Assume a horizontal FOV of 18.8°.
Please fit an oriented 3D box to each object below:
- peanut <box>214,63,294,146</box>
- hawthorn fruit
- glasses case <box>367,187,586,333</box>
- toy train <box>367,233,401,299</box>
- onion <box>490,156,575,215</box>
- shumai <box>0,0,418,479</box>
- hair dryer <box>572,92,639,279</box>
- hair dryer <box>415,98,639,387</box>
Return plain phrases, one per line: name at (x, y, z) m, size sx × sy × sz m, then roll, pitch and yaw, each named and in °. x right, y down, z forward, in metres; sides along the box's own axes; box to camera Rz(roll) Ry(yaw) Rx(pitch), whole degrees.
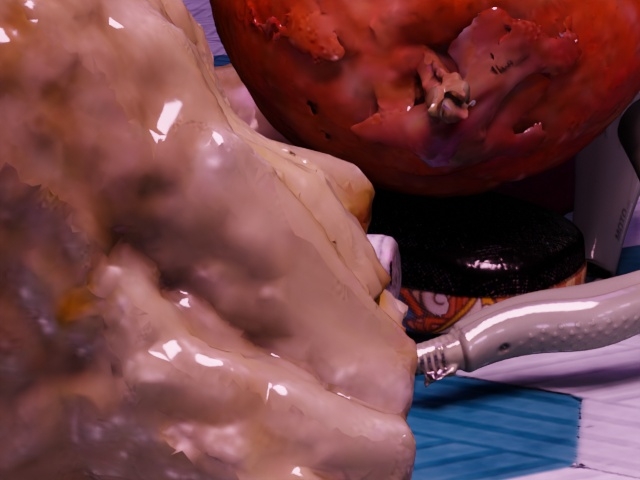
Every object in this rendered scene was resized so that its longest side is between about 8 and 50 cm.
peanut at (-0.079, -0.060, 1.334) m, size 0.253 × 0.122 × 0.137 m, roll -9°, pitch 23°, yaw -14°
hawthorn fruit at (0.063, -0.136, 1.045) m, size 0.276 × 0.276 × 0.307 m, roll 0°, pitch 31°, yaw 9°
glasses case at (0.000, 0.000, 1.146) m, size 0.321 × 0.082 × 0.122 m, roll 8°, pitch 16°, yaw 28°
toy train at (-0.119, 0.023, 0.987) m, size 0.299 × 0.131 × 0.202 m, roll 1°, pitch 16°, yaw 15°
onion at (0.164, -0.108, 1.322) m, size 0.218 × 0.195 × 0.140 m, roll -22°, pitch 42°, yaw -9°
shumai at (-0.081, 0.025, 0.714) m, size 0.262 × 0.314 × 0.267 m, roll 21°, pitch 40°, yaw 22°
hair dryer at (0.209, -0.021, 1.248) m, size 0.067 × 0.199 × 0.167 m, roll 3°, pitch 54°, yaw 35°
hair dryer at (0.161, 0.000, 1.025) m, size 0.225 × 0.088 × 0.219 m, roll 0°, pitch 38°, yaw 9°
